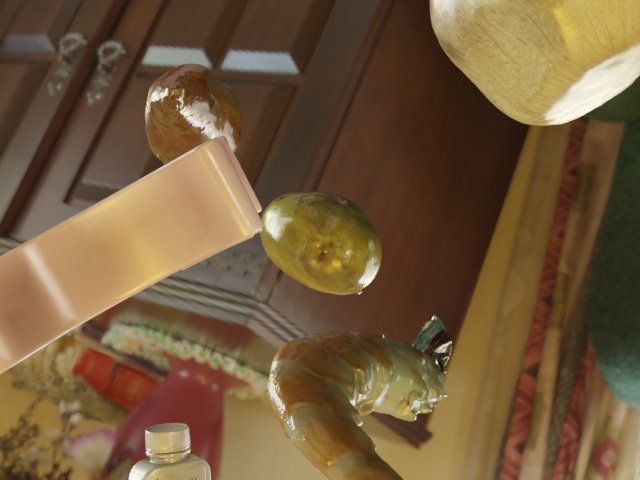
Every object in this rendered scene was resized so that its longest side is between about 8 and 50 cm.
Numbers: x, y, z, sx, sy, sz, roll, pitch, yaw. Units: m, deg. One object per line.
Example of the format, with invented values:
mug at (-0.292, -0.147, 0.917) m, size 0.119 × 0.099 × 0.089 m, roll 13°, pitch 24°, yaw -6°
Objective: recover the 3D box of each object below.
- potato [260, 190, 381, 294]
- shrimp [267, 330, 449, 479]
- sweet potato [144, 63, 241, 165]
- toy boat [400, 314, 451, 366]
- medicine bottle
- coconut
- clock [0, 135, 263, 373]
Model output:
potato at (0.001, 0.001, 1.444) m, size 0.197 × 0.148 × 0.228 m, roll 44°, pitch 178°, yaw 8°
shrimp at (0.041, 0.150, 0.819) m, size 0.185 × 0.068 × 0.287 m, roll 21°, pitch -164°, yaw -11°
sweet potato at (-0.140, -0.129, 1.064) m, size 0.112 × 0.112 × 0.359 m, roll 21°, pitch 174°, yaw 0°
toy boat at (0.131, 0.167, 1.305) m, size 0.060 × 0.137 × 0.061 m, roll 18°, pitch -164°, yaw -43°
medicine bottle at (-0.222, 0.367, 1.412) m, size 0.119 × 0.183 × 0.069 m, roll -4°, pitch -179°, yaw -35°
coconut at (0.190, -0.219, 0.824) m, size 0.224 × 0.224 × 0.224 m, roll 20°, pitch 164°, yaw 6°
clock at (-0.173, 0.011, 0.766) m, size 0.290 × 0.275 × 0.080 m, roll -24°, pitch 99°, yaw 36°
